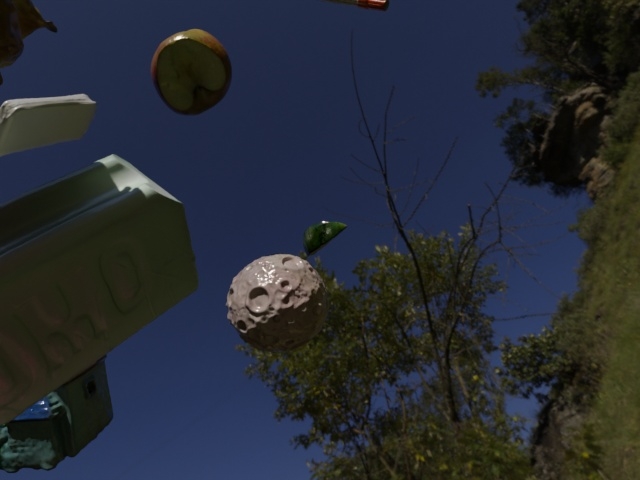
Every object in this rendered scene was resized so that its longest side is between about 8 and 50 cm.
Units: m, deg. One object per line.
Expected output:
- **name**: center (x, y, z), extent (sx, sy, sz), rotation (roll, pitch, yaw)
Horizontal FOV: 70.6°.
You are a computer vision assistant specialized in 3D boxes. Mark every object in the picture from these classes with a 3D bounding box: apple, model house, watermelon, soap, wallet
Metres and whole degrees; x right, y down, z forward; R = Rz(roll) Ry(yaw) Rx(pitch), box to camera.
- **apple**: center (-0.309, -0.405, 1.097), extent (0.195, 0.160, 0.173), rotation (-32, -76, 8)
- **model house**: center (-0.678, 0.337, 1.125), extent (0.252, 0.295, 0.328), rotation (2, -86, 0)
- **watermelon**: center (-0.003, 0.008, 1.349), extent (0.092, 0.075, 0.181), rotation (20, -35, -28)
- **soap**: center (-0.320, 0.064, 0.512), extent (0.347, 0.115, 0.208), rotation (-38, -33, -35)
- **wallet**: center (-0.438, -0.190, 0.727), extent (0.033, 0.190, 0.095), rotation (41, -64, -3)

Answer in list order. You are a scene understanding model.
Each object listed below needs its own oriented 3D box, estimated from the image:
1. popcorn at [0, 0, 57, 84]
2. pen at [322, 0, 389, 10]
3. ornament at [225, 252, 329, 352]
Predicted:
- **popcorn**: center (-0.357, -0.257, 0.388), extent (0.191, 0.190, 0.253), rotation (-37, -83, -34)
- **pen**: center (0.041, -0.540, 1.005), extent (0.028, 0.239, 0.028), rotation (-45, -32, -39)
- **ornament**: center (-0.102, 0.163, 1.137), extent (0.260, 0.225, 0.259), rotation (-25, -19, -9)
